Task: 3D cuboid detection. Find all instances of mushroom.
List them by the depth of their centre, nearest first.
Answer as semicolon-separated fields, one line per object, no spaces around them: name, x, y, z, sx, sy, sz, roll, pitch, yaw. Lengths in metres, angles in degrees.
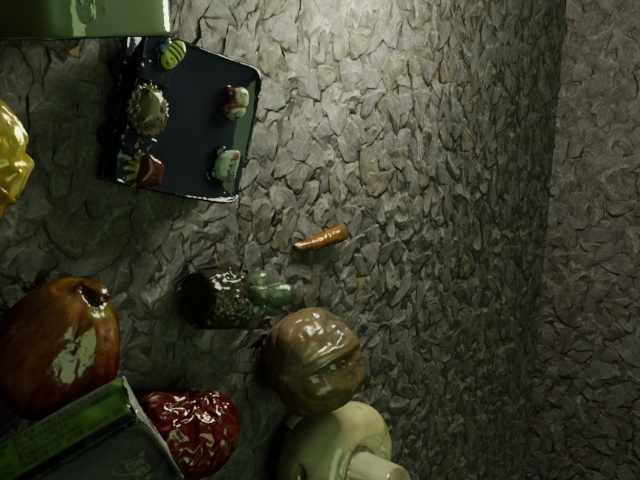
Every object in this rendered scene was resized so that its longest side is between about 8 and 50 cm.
mushroom;0.060;0.581;2.065;0.353;0.353;0.325;44;34;-46

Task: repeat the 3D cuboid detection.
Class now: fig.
fig;-0.462;0.193;1.396;0.224;0.224;0.263;32;68;-49

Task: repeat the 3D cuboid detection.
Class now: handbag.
handbag;-0.281;-0.241;1.572;0.329;0.122;0.303;9;92;-49

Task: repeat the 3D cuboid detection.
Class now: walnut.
walnut;-0.022;0.297;1.929;0.273;0.227;0.273;-14;107;-51

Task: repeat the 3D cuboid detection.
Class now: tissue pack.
tissue pack;-0.462;0.427;1.352;0.394;0.124;0.288;-29;144;-13

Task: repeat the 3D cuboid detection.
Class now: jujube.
jujube;-0.287;0.411;1.650;0.232;0.213;0.213;4;96;-41

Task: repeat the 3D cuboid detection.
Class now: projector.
projector;-0.400;-0.454;1.269;0.248;0.248;0.249;-19;113;-47

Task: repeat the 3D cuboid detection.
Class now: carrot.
carrot;0.000;0.000;2.031;0.191;0.047;0.047;-20;114;-40

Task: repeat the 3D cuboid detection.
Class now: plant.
plant;-0.177;0.134;1.764;0.274;0.146;0.149;4;93;-51

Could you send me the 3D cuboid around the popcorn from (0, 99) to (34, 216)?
popcorn;-0.602;-0.125;1.104;0.382;0.349;0.349;-42;134;-2
